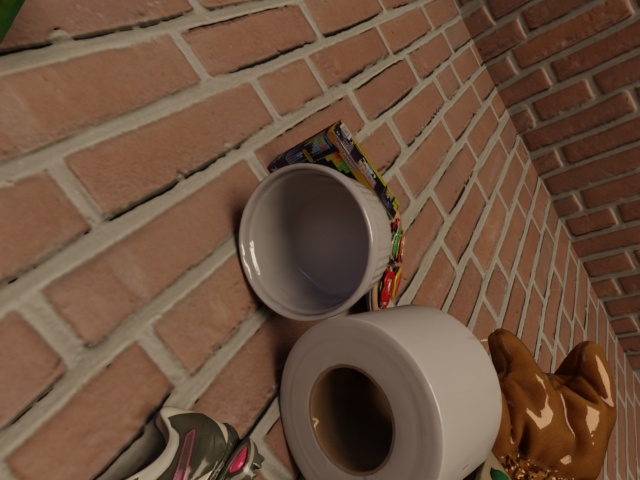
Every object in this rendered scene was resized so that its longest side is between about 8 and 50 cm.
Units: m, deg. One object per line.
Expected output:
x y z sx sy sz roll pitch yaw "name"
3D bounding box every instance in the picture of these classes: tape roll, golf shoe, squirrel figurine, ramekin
0.089 0.213 0.637 0.169 0.246 0.246 1 73 -49 "tape roll"
-0.164 0.292 0.447 0.120 0.105 0.272 34 46 -6 "golf shoe"
0.310 0.347 0.823 0.371 0.281 0.396 21 56 -35 "squirrel figurine"
0.000 0.000 0.668 0.109 0.207 0.207 -8 80 -60 "ramekin"

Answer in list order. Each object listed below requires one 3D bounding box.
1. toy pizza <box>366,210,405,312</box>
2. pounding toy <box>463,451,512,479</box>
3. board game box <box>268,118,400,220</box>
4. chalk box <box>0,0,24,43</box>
0.121 0.041 0.842 0.201 0.032 0.201 9 90 -70 "toy pizza"
0.212 0.356 0.629 0.100 0.141 0.130 56 20 15 "pounding toy"
0.022 -0.087 0.773 0.170 0.141 0.048 52 40 -20 "board game box"
-0.359 -0.257 0.384 0.289 0.179 0.180 -12 82 -52 "chalk box"
